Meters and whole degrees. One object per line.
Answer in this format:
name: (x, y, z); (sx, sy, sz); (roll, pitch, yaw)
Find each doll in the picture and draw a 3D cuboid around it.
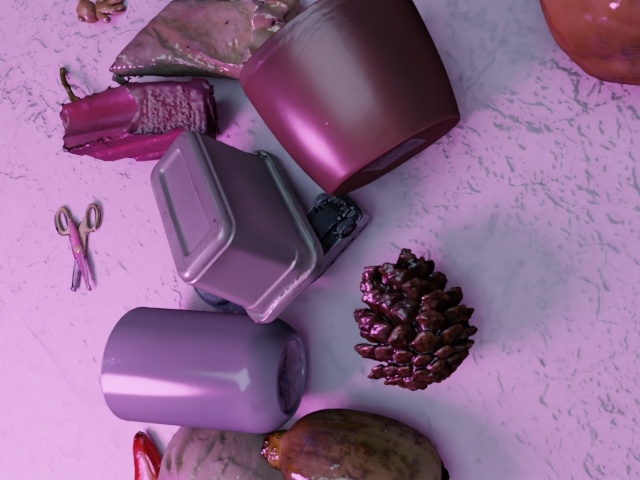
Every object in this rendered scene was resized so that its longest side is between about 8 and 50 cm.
doll: (-0.448, -0.471, 1.233); (0.093, 0.051, 0.062); (-14, 80, 22)

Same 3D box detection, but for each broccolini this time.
broccolini: (-0.504, -0.298, 1.264); (0.054, 0.052, 0.194); (-40, 76, 16)

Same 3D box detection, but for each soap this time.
soap: (-0.311, -0.217, 1.114); (0.289, 0.182, 0.112); (-5, 90, 28)

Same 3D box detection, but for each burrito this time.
burrito: (-0.203, -0.364, 1.097); (0.347, 0.107, 0.175); (1, 62, 19)

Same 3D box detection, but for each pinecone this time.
pinecone: (0.135, 0.123, 0.930); (0.184, 0.179, 0.205); (-26, 72, -17)

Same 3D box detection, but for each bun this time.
bun: (-0.185, 0.459, 1.079); (0.293, 0.187, 0.293); (1, 92, 26)

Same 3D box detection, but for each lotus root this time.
lotus root: (0.050, 0.364, 0.973); (0.309, 0.173, 0.173); (11, 96, 11)

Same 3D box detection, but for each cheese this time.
cheese: (-0.183, 0.096, 1.141); (0.105, 0.042, 0.191); (-35, 87, 24)

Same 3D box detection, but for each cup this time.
cup: (-0.193, 0.226, 1.058); (0.312, 0.205, 0.206); (1, 92, 19)

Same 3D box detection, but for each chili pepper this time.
chili pepper: (-0.349, 0.468, 1.222); (0.088, 0.065, 0.169); (-15, 81, 7)

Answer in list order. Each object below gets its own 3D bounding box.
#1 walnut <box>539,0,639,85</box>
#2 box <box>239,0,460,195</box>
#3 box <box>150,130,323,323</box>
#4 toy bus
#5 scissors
walnut: (0.443, -0.354, 0.711); (0.383, 0.383, 0.384); (1, 92, 24)
box: (0.058, -0.210, 0.896); (0.301, 0.301, 0.216); (-32, 84, 21)
box: (-0.153, -0.039, 0.987); (0.175, 0.182, 0.312); (-45, 47, 20)
toy bus: (0.000, 0.000, 1.032); (0.194, 0.089, 0.087); (-50, 65, 18)
scissors: (-0.518, 0.017, 1.298); (0.133, 0.020, 0.187); (-6, 88, 27)
